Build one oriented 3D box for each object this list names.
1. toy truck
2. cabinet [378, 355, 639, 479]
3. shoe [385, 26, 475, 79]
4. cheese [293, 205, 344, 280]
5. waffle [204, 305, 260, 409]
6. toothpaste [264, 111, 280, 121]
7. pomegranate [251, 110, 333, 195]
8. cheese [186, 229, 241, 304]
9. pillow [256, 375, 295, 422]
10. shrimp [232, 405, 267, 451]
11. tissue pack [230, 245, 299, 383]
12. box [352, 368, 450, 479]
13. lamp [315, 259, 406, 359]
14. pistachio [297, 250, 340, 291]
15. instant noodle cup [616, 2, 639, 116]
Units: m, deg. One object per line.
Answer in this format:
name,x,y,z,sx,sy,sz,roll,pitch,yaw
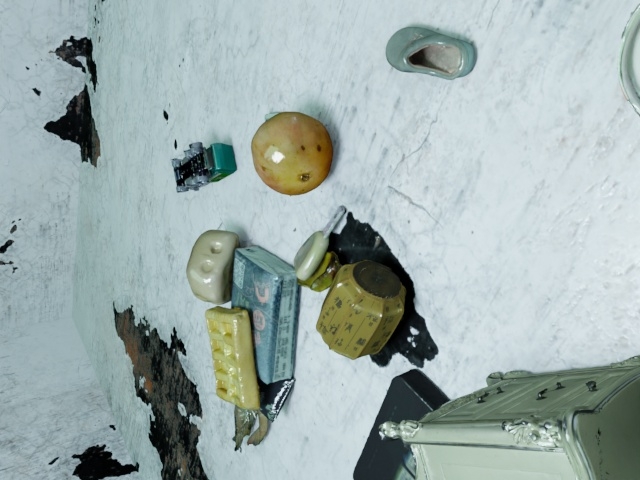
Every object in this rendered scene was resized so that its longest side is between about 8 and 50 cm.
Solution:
toy truck,-0.347,-0.216,1.625,0.253,0.124,0.114,-15,84,55
cabinet,0.304,0.303,0.743,0.318,0.290,0.227,-26,77,53
shoe,0.174,-0.328,0.958,0.195,0.078,0.079,31,122,41
cheese,0.000,0.000,1.258,0.192,0.038,0.097,-55,24,22
waffle,-0.234,0.311,1.462,0.168,0.057,0.273,2,101,53
toothpaste,-0.117,-0.225,1.396,0.057,0.035,0.197,3,99,36
pomegranate,-0.067,-0.192,1.216,0.191,0.191,0.191,14,108,51
cheese,-0.294,0.082,1.552,0.117,0.235,0.217,7,126,9
pillow,-0.161,0.408,1.544,0.208,0.055,0.141,22,89,49
shrimp,-0.203,0.543,1.649,0.145,0.059,0.254,18,106,39
tissue pack,-0.160,0.196,1.481,0.228,0.103,0.315,28,118,49
box,0.186,0.452,1.119,0.211,0.058,0.349,43,129,37
lamp,0.081,0.140,1.114,0.161,0.161,0.185,50,134,35
pistachio,0.002,0.082,1.285,0.173,0.049,0.089,-28,44,56
instant noodle cup,0.428,-0.195,0.569,0.213,0.174,0.213,16,110,51
